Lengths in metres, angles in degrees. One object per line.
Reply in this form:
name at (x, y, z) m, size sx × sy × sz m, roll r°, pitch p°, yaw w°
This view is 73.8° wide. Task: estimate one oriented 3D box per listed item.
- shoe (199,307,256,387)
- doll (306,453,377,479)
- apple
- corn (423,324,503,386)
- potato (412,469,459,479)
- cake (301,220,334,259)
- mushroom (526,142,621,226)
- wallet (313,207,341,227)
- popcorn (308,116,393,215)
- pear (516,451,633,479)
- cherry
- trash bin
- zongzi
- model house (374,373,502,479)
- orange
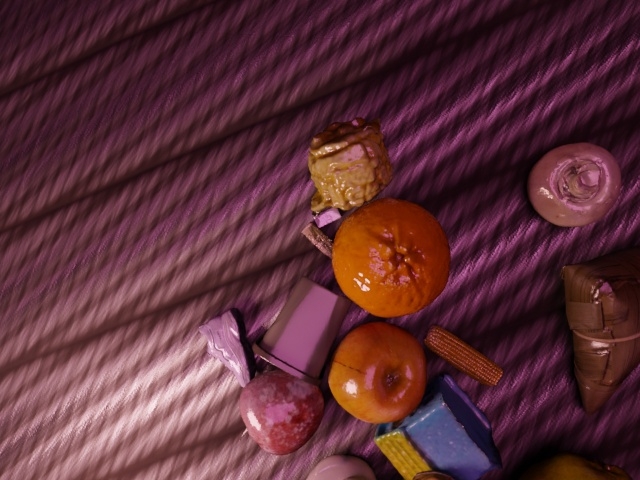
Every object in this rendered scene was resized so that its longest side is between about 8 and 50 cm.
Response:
shoe at (-0.289, 0.346, 1.329) m, size 0.137 × 0.095 × 0.245 m, roll -19°, pitch 83°, yaw 7°
doll at (0.068, 0.742, 1.220) m, size 0.250 × 0.221 × 0.221 m, roll -10°, pitch 87°, yaw 5°
apple at (0.163, 0.367, 1.198) m, size 0.285 × 0.233 × 0.286 m, roll 3°, pitch 79°, yaw -17°
corn at (0.423, 0.346, 1.273) m, size 0.248 × 0.081 × 0.081 m, roll 34°, pitch 90°, yaw 5°
potato at (0.277, 0.753, 1.073) m, size 0.246 × 0.196 × 0.300 m, roll 35°, pitch 129°, yaw 19°
cake at (0.000, 0.000, 1.352) m, size 0.140 × 0.055 × 0.051 m, roll 44°, pitch 90°, yaw -12°
mushroom at (0.723, -0.161, 1.214) m, size 0.245 × 0.202 × 0.246 m, roll 0°, pitch 90°, yaw 15°
wallet at (0.022, -0.076, 1.359) m, size 0.083 × 0.011 × 0.044 m, roll -25°, pitch 86°, yaw 3°
popcorn at (0.085, -0.228, 1.246) m, size 0.292 × 0.293 × 0.237 m, roll -24°, pitch 115°, yaw 3°
pear at (0.679, 0.778, 1.117) m, size 0.351 × 0.352 × 0.414 m, roll 14°, pitch 98°, yaw 5°
cherry at (-0.124, 0.498, 1.247) m, size 0.285 × 0.213 × 0.236 m, roll -36°, pitch 118°, yaw 3°
trash bin at (-0.039, 0.251, 1.253) m, size 0.219 × 0.219 × 0.250 m, roll 28°, pitch 84°, yaw 3°
zongzi at (0.943, 0.229, 1.224) m, size 0.499 × 0.218 × 0.468 m, roll -16°, pitch 112°, yaw -8°
model house at (0.318, 0.575, 1.211) m, size 0.303 × 0.215 × 0.237 m, roll -41°, pitch 86°, yaw 11°
orange at (0.199, 0.049, 1.194) m, size 0.340 × 0.293 × 0.341 m, roll 0°, pitch 93°, yaw -1°
